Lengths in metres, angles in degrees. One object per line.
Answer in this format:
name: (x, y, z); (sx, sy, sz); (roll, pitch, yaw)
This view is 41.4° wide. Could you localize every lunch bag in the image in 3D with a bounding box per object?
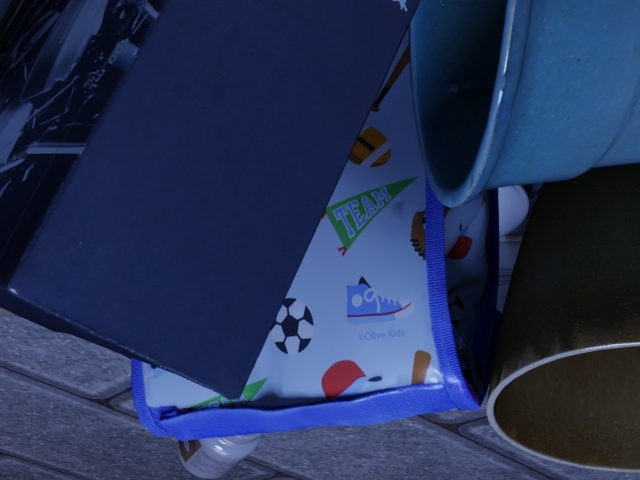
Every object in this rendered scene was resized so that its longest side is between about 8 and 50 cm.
lunch bag: (0.000, 0.000, 0.820); (0.328, 0.385, 0.239); (-12, 142, 24)

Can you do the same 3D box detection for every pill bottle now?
pill bottle: (-0.183, 0.364, 1.620); (0.131, 0.131, 0.229); (18, 144, -17)

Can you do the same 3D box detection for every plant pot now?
plant pot: (0.264, 0.033, 0.716); (0.237, 0.254, 0.237); (6, 146, 4)
plant pot: (0.248, -0.196, 0.568); (0.334, 0.341, 0.341); (-2, 146, -3)

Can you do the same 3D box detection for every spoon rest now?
spoon rest: (0.123, -0.018, 1.042); (0.276, 0.084, 0.137); (-20, 138, 36)

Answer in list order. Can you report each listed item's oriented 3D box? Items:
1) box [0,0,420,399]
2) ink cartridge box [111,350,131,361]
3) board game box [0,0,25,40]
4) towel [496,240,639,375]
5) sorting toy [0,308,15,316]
box: (-0.139, -0.093, 0.658); (0.179, 0.343, 0.313); (35, 161, -36)
ink cartridge box: (-0.203, 0.115, 1.223); (0.226, 0.131, 0.306); (-6, 148, 42)
board game box: (-0.300, -0.119, 0.639); (0.050, 0.390, 0.390); (29, 130, -21)
towel: (0.342, 0.046, 0.922); (0.312, 0.324, 0.056); (-9, 111, 15)
sorting toy: (-0.530, 0.063, 1.314); (0.348, 0.047, 0.196); (-5, 149, 17)
